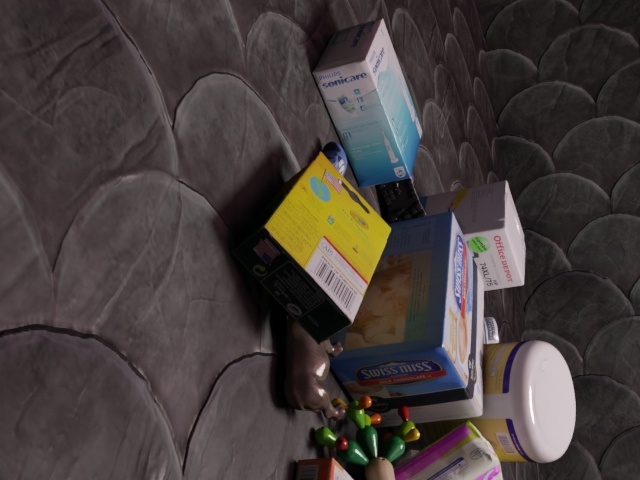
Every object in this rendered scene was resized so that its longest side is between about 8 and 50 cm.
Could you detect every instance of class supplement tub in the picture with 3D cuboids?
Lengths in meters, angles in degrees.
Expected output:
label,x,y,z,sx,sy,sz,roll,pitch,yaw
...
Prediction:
label,x,y,z,sx,sy,sz,roll,pitch,yaw
supplement tub,0.330,0.336,1.624,0.241,0.332,0.240,14,71,-48

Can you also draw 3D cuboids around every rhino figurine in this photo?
label,x,y,z,sx,sy,sz,roll,pitch,yaw
rhino figurine,-0.018,0.167,1.268,0.106,0.073,0.243,28,51,-49

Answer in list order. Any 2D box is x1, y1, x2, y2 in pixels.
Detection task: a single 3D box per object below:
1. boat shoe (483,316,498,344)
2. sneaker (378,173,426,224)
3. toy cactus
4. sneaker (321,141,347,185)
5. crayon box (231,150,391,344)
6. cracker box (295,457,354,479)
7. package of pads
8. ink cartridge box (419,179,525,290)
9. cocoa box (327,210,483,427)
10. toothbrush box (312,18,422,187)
label,x,y,z,sx,sy,sz,roll,pitch,yaw
boat shoe,0.320,0.302,1.941,0.367,0.157,0.135,98,-10,-60
sneaker,0.210,-0.073,1.881,0.124,0.107,0.283,-9,89,-74
toy cactus,0.097,0.355,1.342,0.219,0.112,0.180,13,48,-45
sneaker,0.016,-0.142,1.514,0.059,0.053,0.144,50,35,-46
crayon box,0.000,0.000,1.286,0.202,0.081,0.318,48,31,-10
cracker box,0.028,0.469,1.251,0.232,0.067,0.155,56,32,-42
package of pads,0.233,0.478,1.467,0.101,0.229,0.296,53,-10,39
ink cartridge box,0.365,0.001,1.989,0.197,0.270,0.198,-73,144,-48
cocoa box,0.179,0.151,1.533,0.228,0.232,0.347,60,30,-37
toothbrush box,0.112,-0.300,1.713,0.216,0.126,0.295,-70,143,-49
